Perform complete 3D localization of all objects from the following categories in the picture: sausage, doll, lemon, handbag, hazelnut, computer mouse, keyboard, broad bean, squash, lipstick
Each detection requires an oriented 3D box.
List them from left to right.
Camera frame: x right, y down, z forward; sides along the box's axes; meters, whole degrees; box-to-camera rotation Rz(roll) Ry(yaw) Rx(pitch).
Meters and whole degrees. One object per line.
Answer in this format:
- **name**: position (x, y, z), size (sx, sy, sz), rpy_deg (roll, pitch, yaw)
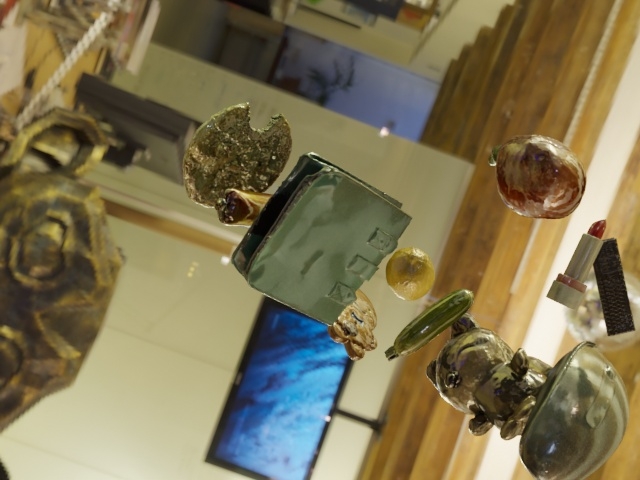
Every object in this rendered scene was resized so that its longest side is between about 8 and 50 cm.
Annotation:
- **sausage**: position (-0.109, -0.056, 1.824), size (0.371, 0.082, 0.082), rpy_deg (1, 111, -67)
- **handbag**: position (-0.004, -0.003, 1.703), size (0.268, 0.274, 0.100), rpy_deg (-56, -137, 11)
- **lemon**: position (0.146, 0.053, 1.543), size (0.110, 0.082, 0.082), rpy_deg (78, 28, -62)
- **squash**: position (0.252, 0.194, 2.177), size (0.252, 0.066, 0.066), rpy_deg (-38, 179, -6)
- **doll**: position (0.458, 0.366, 2.376), size (0.252, 0.379, 0.382), rpy_deg (-56, -136, 8)
- **broad bean**: position (0.406, -0.186, 2.042), size (0.195, 0.061, 0.046), rpy_deg (-47, 140, -88)
- **hazelnut**: position (0.355, -0.108, 1.523), size (0.154, 0.143, 0.143), rpy_deg (40, -67, 54)
- **lipstick**: position (0.508, 0.041, 1.836), size (0.186, 0.063, 0.057), rpy_deg (-64, -166, 2)
- **computer mouse**: position (0.553, 0.361, 1.987), size (0.374, 0.203, 0.114), rpy_deg (-49, -175, -34)
- **keyboard**: position (0.617, 0.098, 1.997), size (0.013, 0.061, 0.204), rpy_deg (-122, -161, -87)

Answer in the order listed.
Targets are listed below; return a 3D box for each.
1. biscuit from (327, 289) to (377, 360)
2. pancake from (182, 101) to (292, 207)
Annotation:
- **biscuit**: position (0.085, 0.201, 2.409), size (0.039, 0.180, 0.236), rpy_deg (-37, -162, 28)
- **pancake**: position (-0.172, -0.167, 1.908), size (0.037, 0.254, 0.253), rpy_deg (47, -53, 39)
